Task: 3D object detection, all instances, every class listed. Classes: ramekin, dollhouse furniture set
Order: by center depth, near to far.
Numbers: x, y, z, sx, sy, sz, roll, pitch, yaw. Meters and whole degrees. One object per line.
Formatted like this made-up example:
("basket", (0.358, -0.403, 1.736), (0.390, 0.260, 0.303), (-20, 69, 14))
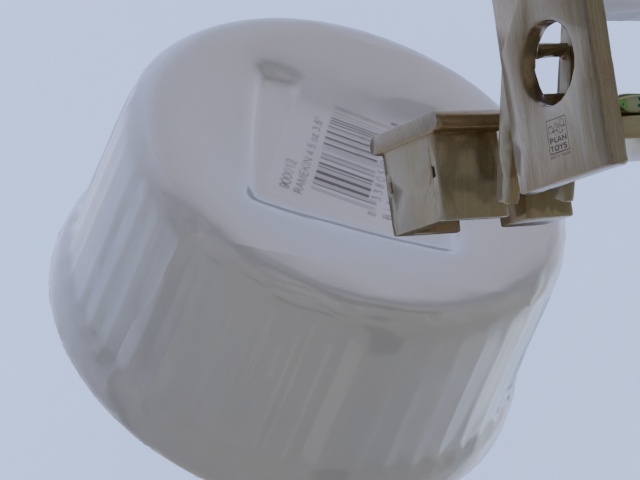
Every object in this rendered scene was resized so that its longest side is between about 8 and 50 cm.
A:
("dollhouse furniture set", (0.137, -0.068, 0.740), (0.182, 0.161, 0.101), (-3, -98, -30))
("ramekin", (0.000, 0.000, 0.963), (0.277, 0.277, 0.135), (6, -47, -20))
